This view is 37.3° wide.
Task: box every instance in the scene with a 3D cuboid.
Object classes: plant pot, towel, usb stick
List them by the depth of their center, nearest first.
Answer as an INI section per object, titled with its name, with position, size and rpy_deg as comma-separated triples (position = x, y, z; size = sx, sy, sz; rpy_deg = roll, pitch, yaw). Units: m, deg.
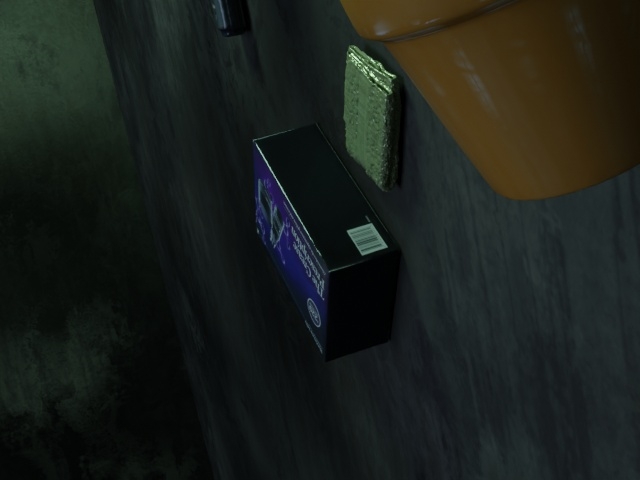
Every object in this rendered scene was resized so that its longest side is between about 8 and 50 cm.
[plant pot]
position = 0.131, -0.136, 0.593
size = 0.188, 0.205, 0.205
rpy_deg = 63, 167, -19
[towel]
position = 0.059, -0.137, 1.075
size = 0.110, 0.027, 0.148
rpy_deg = -126, 27, -46
[usb stick]
position = -0.163, -0.454, 1.458
size = 0.077, 0.045, 0.278
rpy_deg = -150, 45, -65

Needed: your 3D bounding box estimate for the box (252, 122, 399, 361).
[box]
position = 0.000, 0.000, 1.270
size = 0.184, 0.103, 0.261
rpy_deg = 88, 158, -47
